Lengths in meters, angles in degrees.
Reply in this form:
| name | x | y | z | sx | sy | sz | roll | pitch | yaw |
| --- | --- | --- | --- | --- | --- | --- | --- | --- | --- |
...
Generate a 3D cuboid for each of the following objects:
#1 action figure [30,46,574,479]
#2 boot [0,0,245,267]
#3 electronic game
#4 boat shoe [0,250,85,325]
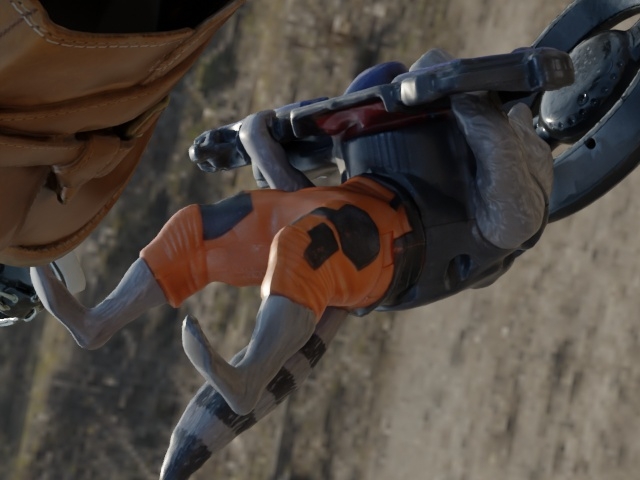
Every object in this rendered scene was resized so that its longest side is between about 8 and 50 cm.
| name | x | y | z | sx | sy | sz | roll | pitch | yaw |
| --- | --- | --- | --- | --- | --- | --- | --- | --- | --- |
| action figure | 0.000 | 0.000 | 1.002 | 0.341 | 0.330 | 0.178 | -6 | 106 | 60 |
| boot | -0.094 | -0.076 | 0.621 | 0.220 | 0.109 | 0.283 | -38 | -1 | 37 |
| electronic game | 0.195 | -0.107 | 1.173 | 0.229 | 0.048 | 0.229 | -44 | 23 | 25 |
| boat shoe | -0.259 | 0.036 | 1.436 | 0.078 | 0.070 | 0.219 | 57 | 157 | 3 |
